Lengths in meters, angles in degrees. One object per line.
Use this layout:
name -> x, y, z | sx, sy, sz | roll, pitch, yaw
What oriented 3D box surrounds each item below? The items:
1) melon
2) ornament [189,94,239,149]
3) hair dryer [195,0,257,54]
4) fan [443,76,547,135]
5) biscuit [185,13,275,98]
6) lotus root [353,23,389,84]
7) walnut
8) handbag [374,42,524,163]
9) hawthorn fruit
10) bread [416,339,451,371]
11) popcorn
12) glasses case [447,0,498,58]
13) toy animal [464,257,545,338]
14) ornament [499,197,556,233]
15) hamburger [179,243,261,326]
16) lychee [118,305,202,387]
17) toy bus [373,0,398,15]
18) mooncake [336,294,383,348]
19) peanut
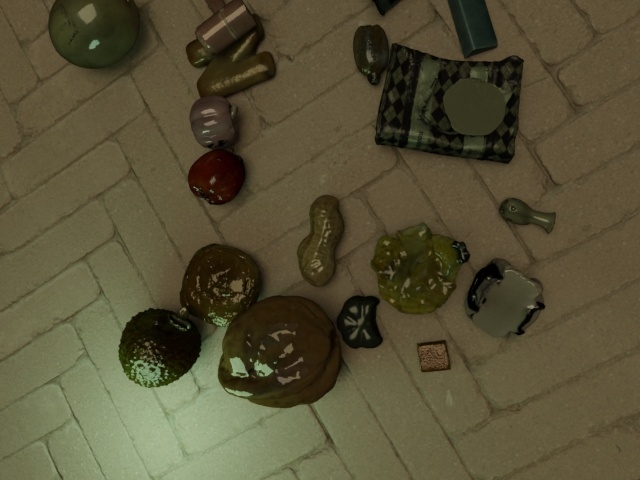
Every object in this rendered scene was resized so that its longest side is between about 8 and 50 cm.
melon -> -0.788, -0.738, 1.822 | 0.330, 0.268, 0.268 | -24, 84, 20
ornament -> -0.345, -0.394, 1.760 | 0.178, 0.177, 0.177 | 0, 89, 13
hair dryer -> -0.358, -0.779, 1.783 | 0.189, 0.107, 0.344 | -35, 56, 8
fan -> 0.505, -0.408, 1.508 | 0.310, 0.010, 0.182 | -21, 82, -1
biscuit -> -0.313, -0.623, 1.812 | 0.291, 0.062, 0.236 | -17, 85, 13
lotus root -> 0.163, -0.593, 1.686 | 0.113, 0.088, 0.191 | -5, 88, 7
walnut -> -0.117, 0.350, 1.621 | 0.384, 0.383, 0.383 | 0, 89, 13
handbag -> 0.391, -0.417, 1.591 | 0.417, 0.180, 0.316 | 10, 89, 6
hawthorn fruit -> -0.338, -0.223, 1.757 | 0.185, 0.185, 0.202 | 26, 80, 12
bread -> 0.354, 0.363, 1.651 | 0.095, 0.035, 0.090 | -9, 88, 13
popcorn -> 0.276, 0.084, 1.572 | 0.293, 0.237, 0.292 | 1, 94, 14
glasses case -> 0.461, -0.712, 1.633 | 0.105, 0.056, 0.265 | -16, 86, 13
toy animal -> 0.541, 0.165, 1.551 | 0.204, 0.156, 0.208 | 32, 113, 9
ornament -> 0.614, -0.075, 1.580 | 0.156, 0.081, 0.074 | 19, 60, 10
hamburger -> -0.336, 0.150, 1.768 | 0.285, 0.134, 0.265 | 17, 95, 11
lychee -> -0.527, 0.348, 1.735 | 0.270, 0.270, 0.319 | 9, 118, 13
toy bus -> 0.255, -0.895, 1.619 | 0.344, 0.183, 0.199 | -38, 78, 9
mooncake -> 0.135, 0.260, 1.673 | 0.168, 0.104, 0.175 | -39, 84, 4
peanut -> 0.000, 0.000, 1.700 | 0.136, 0.120, 0.298 | 12, 89, 8
